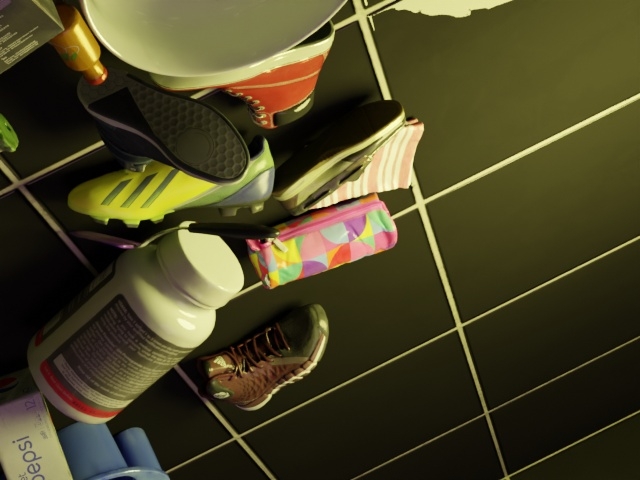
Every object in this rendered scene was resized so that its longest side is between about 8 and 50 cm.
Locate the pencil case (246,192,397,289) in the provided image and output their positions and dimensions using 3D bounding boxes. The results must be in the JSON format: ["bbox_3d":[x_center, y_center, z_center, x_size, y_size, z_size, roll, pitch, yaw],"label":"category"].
[{"bbox_3d":[0.000,0.000,1.887,0.236,0.104,0.104,-19,148,-15],"label":"pencil case"}]

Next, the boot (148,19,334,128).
[{"bbox_3d":[-0.107,-0.193,1.540,0.244,0.088,0.176,-15,148,-25],"label":"boot"}]

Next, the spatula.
[{"bbox_3d":[-0.199,-0.007,1.646,0.297,0.030,0.084,-4,-179,13],"label":"spatula"}]

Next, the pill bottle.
[{"bbox_3d":[-0.268,0.116,1.782,0.318,0.176,0.176,-40,146,22],"label":"pill bottle"}]

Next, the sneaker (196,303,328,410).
[{"bbox_3d":[-0.116,0.207,2.099,0.163,0.106,0.281,9,134,-40],"label":"sneaker"}]

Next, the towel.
[{"bbox_3d":[0.056,-0.111,1.829,0.197,0.029,0.144,-15,146,-18],"label":"towel"}]

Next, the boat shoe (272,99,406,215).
[{"bbox_3d":[0.030,-0.117,1.728,0.224,0.080,0.073,-34,129,0],"label":"boat shoe"}]

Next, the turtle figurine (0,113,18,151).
[{"bbox_3d":[-0.486,-0.087,1.310,0.266,0.197,0.274,-34,152,3],"label":"turtle figurine"}]

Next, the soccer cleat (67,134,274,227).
[{"bbox_3d":[-0.202,-0.090,1.643,0.289,0.093,0.121,-7,113,-21],"label":"soccer cleat"}]

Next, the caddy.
[{"bbox_3d":[-0.432,0.475,2.186,0.341,0.179,0.241,-38,148,18],"label":"caddy"}]

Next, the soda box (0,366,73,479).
[{"bbox_3d":[-0.463,0.352,1.946,0.098,0.091,0.286,-20,118,-13],"label":"soda box"}]

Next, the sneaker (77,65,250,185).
[{"bbox_3d":[-0.182,-0.119,1.482,0.086,0.226,0.163,-57,171,-15],"label":"sneaker"}]

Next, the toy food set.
[{"bbox_3d":[-0.341,-0.219,1.269,0.232,0.111,0.104,-4,152,11],"label":"toy food set"}]

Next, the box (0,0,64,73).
[{"bbox_3d":[-0.413,-0.212,1.135,0.307,0.242,0.076,-31,148,9],"label":"box"}]

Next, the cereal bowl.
[{"bbox_3d":[-0.109,-0.339,1.266,0.339,0.141,0.339,-18,148,-12],"label":"cereal bowl"}]
